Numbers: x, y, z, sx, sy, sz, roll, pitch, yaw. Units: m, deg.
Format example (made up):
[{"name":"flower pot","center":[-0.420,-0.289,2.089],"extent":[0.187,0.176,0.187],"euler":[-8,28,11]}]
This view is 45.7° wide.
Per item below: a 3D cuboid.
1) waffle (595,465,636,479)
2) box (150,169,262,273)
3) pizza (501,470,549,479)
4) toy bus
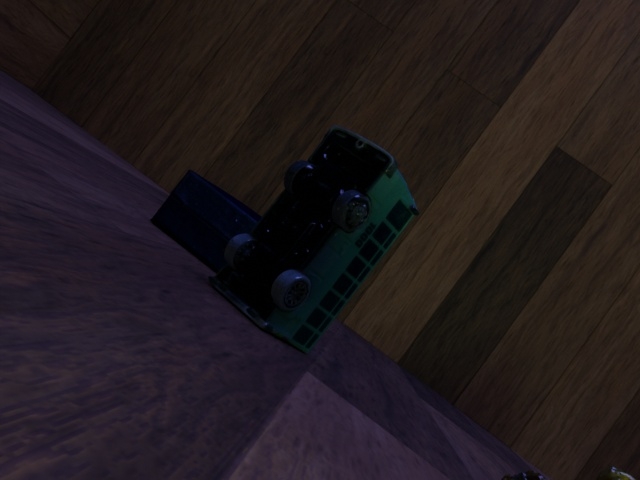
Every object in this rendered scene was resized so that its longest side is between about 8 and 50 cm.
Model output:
[{"name":"waffle","center":[0.370,0.355,0.789],"extent":[0.249,0.056,0.253],"euler":[56,13,12]},{"name":"box","center":[-0.102,0.029,1.268],"extent":[0.279,0.116,0.261],"euler":[38,-2,16]},{"name":"pizza","center":[0.309,0.349,0.942],"extent":[0.197,0.058,0.292],"euler":[37,-2,13]},{"name":"toy bus","center":[0.000,0.000,0.957],"extent":[0.128,0.256,0.147],"euler":[35,-5,38]}]
